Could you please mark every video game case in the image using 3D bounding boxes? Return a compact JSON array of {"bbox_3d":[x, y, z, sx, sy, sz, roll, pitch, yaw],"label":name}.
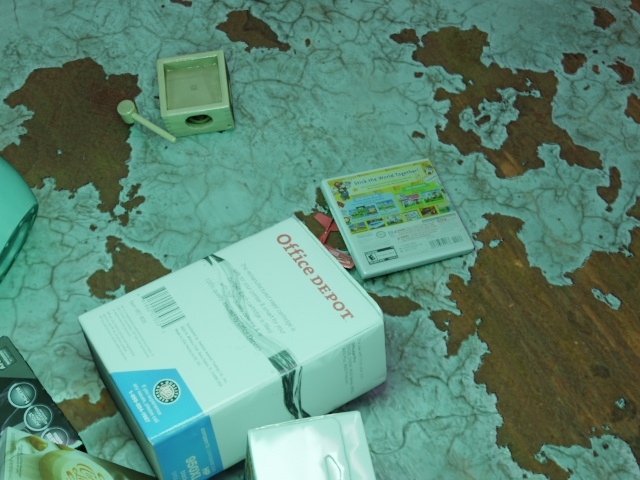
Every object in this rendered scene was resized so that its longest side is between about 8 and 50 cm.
[{"bbox_3d":[0.138,-0.043,1.846,0.227,0.026,0.206,-13,63,-21],"label":"video game case"}]

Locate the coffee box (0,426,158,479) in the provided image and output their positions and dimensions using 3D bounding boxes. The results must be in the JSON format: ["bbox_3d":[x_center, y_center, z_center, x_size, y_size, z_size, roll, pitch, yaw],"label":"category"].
[{"bbox_3d":[-0.352,0.377,1.445,0.246,0.098,0.141,26,19,-26],"label":"coffee box"}]

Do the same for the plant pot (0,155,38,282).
[{"bbox_3d":[-0.603,-0.037,1.648,0.235,0.293,0.293,28,61,-6],"label":"plant pot"}]

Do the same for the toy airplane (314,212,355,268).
[{"bbox_3d":[0.000,0.000,1.823,0.151,0.028,0.151,1,59,-2],"label":"toy airplane"}]

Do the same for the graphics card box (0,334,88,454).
[{"bbox_3d":[-0.569,0.340,1.539,0.371,0.094,0.233,-33,69,-22],"label":"graphics card box"}]

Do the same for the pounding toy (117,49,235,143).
[{"bbox_3d":[-0.268,-0.242,1.902,0.206,0.094,0.181,-8,67,0],"label":"pounding toy"}]

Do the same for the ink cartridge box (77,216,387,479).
[{"bbox_3d":[-0.132,0.170,1.595,0.395,0.166,0.285,-26,48,-18],"label":"ink cartridge box"}]

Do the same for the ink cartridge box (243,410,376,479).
[{"bbox_3d":[-0.016,0.376,1.492,0.168,0.232,0.171,-9,62,-10],"label":"ink cartridge box"}]
